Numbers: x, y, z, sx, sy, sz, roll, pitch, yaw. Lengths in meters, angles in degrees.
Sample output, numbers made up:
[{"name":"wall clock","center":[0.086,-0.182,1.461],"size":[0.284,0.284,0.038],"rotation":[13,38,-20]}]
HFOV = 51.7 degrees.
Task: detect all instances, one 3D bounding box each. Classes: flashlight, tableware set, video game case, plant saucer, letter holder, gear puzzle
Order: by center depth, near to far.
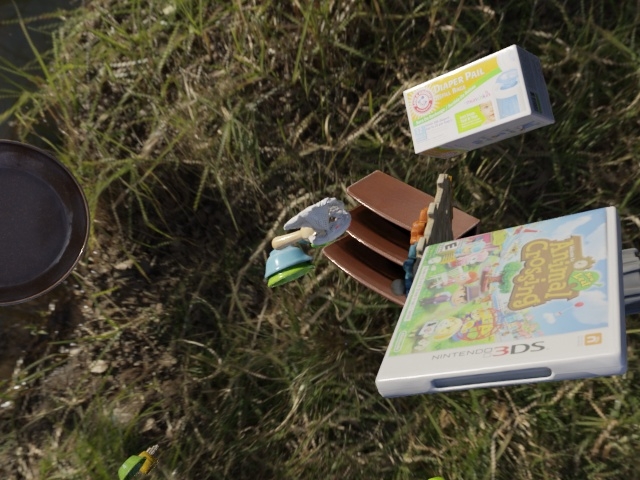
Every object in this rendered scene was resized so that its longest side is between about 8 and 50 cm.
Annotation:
[{"name":"video game case","center":[0.163,0.049,0.583],"size":[0.193,0.212,0.023],"rotation":[-14,116,30]},{"name":"tableware set","center":[-0.234,0.298,0.734],"size":[0.024,0.104,0.154],"rotation":[38,87,11]},{"name":"plant saucer","center":[-0.378,-0.020,0.784],"size":[0.198,0.036,0.199],"rotation":[4,77,-20]},{"name":"gear puzzle","center":[0.154,0.002,0.935],"size":[0.044,0.339,0.175],"rotation":[3,125,19]},{"name":"flashlight","center":[0.364,0.091,1.072],"size":[0.304,0.103,0.103],"rotation":[-13,83,26]},{"name":"letter holder","center":[0.165,-0.003,1.473],"size":[0.214,0.152,0.302],"rotation":[-30,46,-33]}]

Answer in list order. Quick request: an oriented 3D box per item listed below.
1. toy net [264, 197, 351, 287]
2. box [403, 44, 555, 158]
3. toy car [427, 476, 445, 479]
[{"name":"toy net","center":[0.000,0.000,0.809],"size":[0.122,0.232,0.045],"rotation":[-18,80,-19]},{"name":"box","center":[0.251,-0.216,1.065],"size":[0.203,0.103,0.114],"rotation":[-17,80,37]},{"name":"toy car","center":[0.192,0.570,1.254],"size":[0.149,0.155,0.188],"rotation":[-50,52,31]}]
